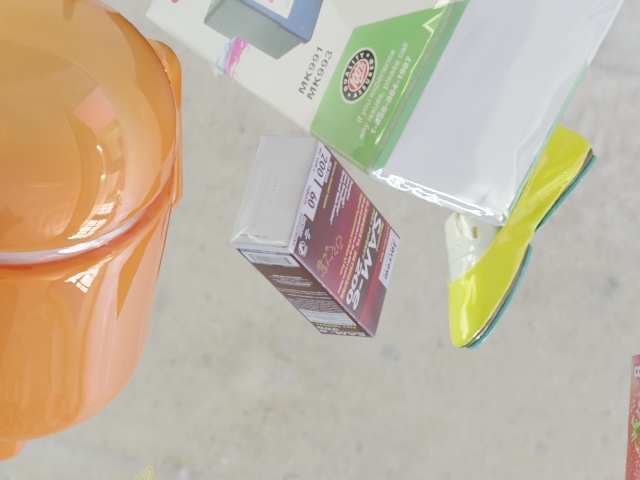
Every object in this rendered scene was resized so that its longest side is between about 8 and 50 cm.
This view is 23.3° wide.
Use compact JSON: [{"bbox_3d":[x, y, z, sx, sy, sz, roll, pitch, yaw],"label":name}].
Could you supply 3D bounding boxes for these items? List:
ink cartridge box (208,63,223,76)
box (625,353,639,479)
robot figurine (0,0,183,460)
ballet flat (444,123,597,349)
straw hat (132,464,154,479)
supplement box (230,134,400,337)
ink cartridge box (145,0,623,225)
[{"bbox_3d":[0.008,-0.266,1.360,0.283,0.207,0.117,-26,90,-4],"label":"ink cartridge box"},{"bbox_3d":[0.273,0.200,0.971,0.128,0.123,0.256,9,80,-24],"label":"box"},{"bbox_3d":[-0.121,-0.011,0.596,0.158,0.128,0.219,-4,139,-18],"label":"robot figurine"},{"bbox_3d":[0.148,-0.015,1.288,0.077,0.231,0.077,39,153,-8],"label":"ballet flat"},{"bbox_3d":[-0.261,0.327,1.876,0.061,0.144,0.144,27,115,-18],"label":"straw hat"},{"bbox_3d":[0.000,0.000,1.658,0.073,0.130,0.239,5,157,27],"label":"supplement box"},{"bbox_3d":[0.028,-0.125,0.712,0.093,0.212,0.154,18,105,-38],"label":"ink cartridge box"}]
